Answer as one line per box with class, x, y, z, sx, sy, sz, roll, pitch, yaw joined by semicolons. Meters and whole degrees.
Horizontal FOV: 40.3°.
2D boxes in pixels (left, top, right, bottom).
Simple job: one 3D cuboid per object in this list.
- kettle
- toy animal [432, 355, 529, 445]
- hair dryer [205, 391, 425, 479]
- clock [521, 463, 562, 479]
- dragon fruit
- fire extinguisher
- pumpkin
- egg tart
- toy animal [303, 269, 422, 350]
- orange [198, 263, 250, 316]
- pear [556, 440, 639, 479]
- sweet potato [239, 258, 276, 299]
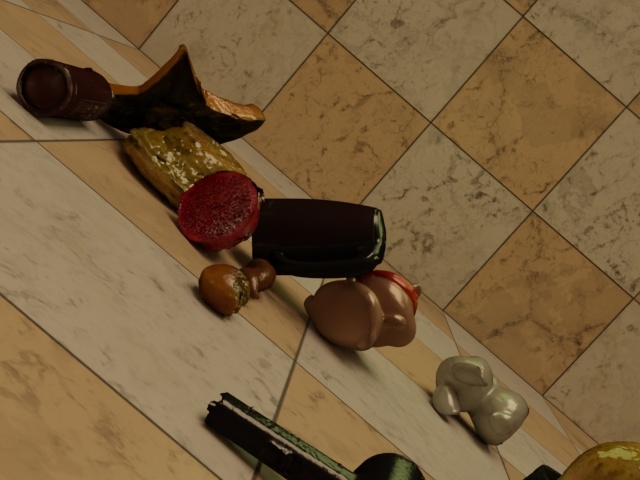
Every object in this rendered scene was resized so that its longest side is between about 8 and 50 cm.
kettle;0.000;0.000;1.563;0.202;0.232;0.144;-64;150;-63
toy animal;0.323;0.325;1.776;0.193;0.127;0.178;42;9;-9
hair dryer;-0.010;0.237;0.870;0.251;0.089;0.197;32;9;6
clock;0.512;0.550;1.686;0.280;0.055;0.280;40;8;-7
dragon fruit;-0.155;-0.035;1.489;0.153;0.153;0.111;45;-9;30
fire extinguisher;-0.431;-0.255;1.507;0.105;0.105;0.269;41;8;-1
pumpkin;-0.298;-0.258;1.716;0.258;0.290;0.095;43;45;-44
egg tart;-0.233;-0.132;1.645;0.294;0.123;0.294;38;8;-7
toy animal;0.085;0.128;1.586;0.171;0.171;0.198;45;29;26
orange;-0.135;0.065;1.232;0.086;0.062;0.086;38;6;-5
pear;0.477;0.441;1.348;0.271;0.271;0.271;40;8;-6
sweet potato;-0.105;0.059;1.441;0.055;0.058;0.202;56;6;-3
